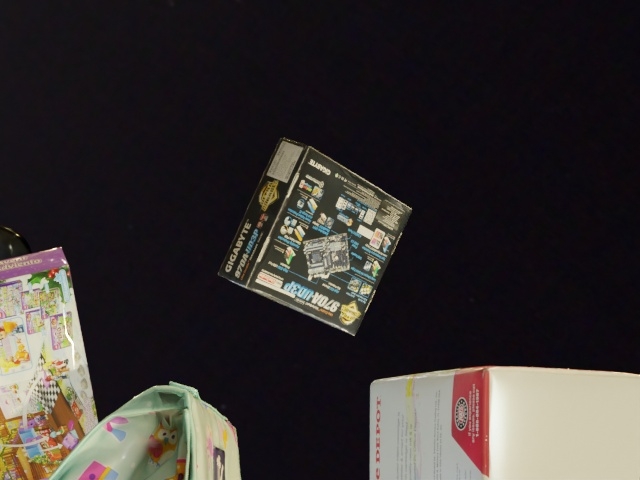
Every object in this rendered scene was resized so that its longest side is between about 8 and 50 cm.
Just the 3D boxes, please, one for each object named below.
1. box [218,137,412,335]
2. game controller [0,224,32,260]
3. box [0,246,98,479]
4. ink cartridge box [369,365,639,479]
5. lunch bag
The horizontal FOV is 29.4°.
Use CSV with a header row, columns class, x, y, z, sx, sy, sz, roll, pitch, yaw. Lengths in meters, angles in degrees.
class,x,y,z,sx,sy,sz,roll,pitch,yaw
box,0.000,0.000,1.440,0.051,0.220,0.175,22,-93,42
game controller,-0.478,0.101,1.653,0.067,0.166,0.319,-93,-166,-52
box,-0.373,0.167,1.427,0.057,0.201,0.293,-132,-147,-59
ink cartridge box,0.122,0.154,0.822,0.176,0.127,0.128,159,-66,-67
lunch bag,-0.162,0.255,1.070,0.160,0.223,0.262,30,-100,16
